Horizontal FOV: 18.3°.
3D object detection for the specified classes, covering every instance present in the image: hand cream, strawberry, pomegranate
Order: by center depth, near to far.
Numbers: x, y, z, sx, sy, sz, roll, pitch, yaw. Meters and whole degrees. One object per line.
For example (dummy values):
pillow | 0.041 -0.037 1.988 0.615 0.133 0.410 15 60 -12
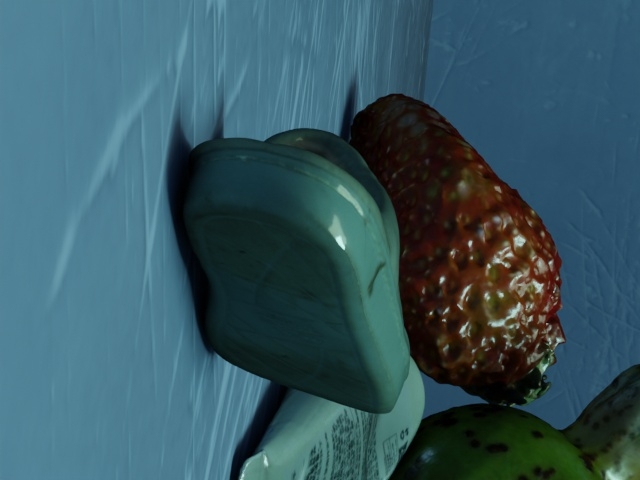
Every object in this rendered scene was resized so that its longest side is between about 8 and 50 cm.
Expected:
hand cream | -0.005 0.120 1.057 0.340 0.077 0.124 -43 141 -71
pomegranate | 0.128 0.171 1.213 0.248 0.202 0.202 -44 176 1
strawberry | 0.092 -0.007 1.303 0.175 0.236 0.107 -28 165 -41

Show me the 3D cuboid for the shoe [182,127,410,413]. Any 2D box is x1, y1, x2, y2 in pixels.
shoe | 0.000 0.000 0.691 0.195 0.079 0.078 71 39 -69
